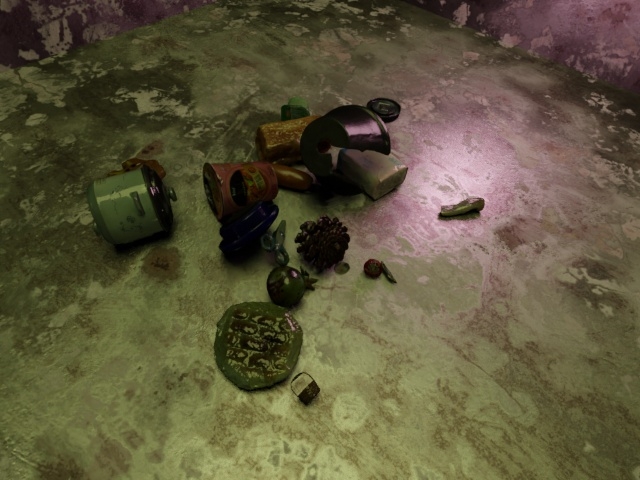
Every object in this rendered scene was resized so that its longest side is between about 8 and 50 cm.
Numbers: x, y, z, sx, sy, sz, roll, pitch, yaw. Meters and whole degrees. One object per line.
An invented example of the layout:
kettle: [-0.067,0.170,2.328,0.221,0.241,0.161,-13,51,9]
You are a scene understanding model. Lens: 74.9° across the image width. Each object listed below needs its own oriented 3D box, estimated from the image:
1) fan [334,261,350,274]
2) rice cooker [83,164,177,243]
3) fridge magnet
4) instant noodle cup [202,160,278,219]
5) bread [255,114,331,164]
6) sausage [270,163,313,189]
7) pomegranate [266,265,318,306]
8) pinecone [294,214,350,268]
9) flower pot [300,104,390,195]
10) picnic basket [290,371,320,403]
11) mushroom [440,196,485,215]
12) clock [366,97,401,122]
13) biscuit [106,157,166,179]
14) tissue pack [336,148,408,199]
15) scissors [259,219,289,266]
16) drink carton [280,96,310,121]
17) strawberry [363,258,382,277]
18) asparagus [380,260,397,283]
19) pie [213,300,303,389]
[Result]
fan: [0.079,0.094,1.577,0.060,0.003,0.080,-12,53,-14]
rice cooker: [-0.685,-0.131,1.549,0.317,0.264,0.316,-16,10,3]
fridge magnet: [-0.268,-0.055,1.537,0.265,0.266,0.112,-46,110,-32]
instant noodle cup: [-0.318,-0.222,1.684,0.255,0.243,0.244,-17,53,-26]
bread: [-0.123,-0.452,1.920,0.344,0.148,0.195,-13,65,-15]
sausage: [-0.150,-0.278,1.810,0.238,0.098,0.098,18,52,8]
pomegranate: [-0.104,0.146,1.439,0.148,0.148,0.169,38,52,24]
pinecone: [0.000,0.000,1.533,0.208,0.207,0.207,2,51,-2]
flower pot: [0.059,-0.371,1.674,0.379,0.379,0.251,33,22,21]
picnic basket: [-0.047,0.436,1.244,0.083,0.072,0.072,44,60,13]
mushroom: [0.601,-0.139,1.779,0.202,0.054,0.059,-14,47,-8]
clock: [0.332,-0.691,2.214,0.185,0.040,0.184,1,50,-2]
biscuit: [-0.767,-0.287,1.749,0.295,0.044,0.186,9,50,28]
tissue pack: [0.226,-0.329,1.859,0.201,0.124,0.271,-33,60,-23]
scissors: [-0.157,-0.009,1.561,0.138,0.041,0.289,44,22,-18]
drink carton: [-0.116,-0.635,2.080,0.144,0.146,0.142,7,42,1]
strawberry: [0.193,0.099,1.550,0.074,0.073,0.083,4,14,-1]
asparagus: [0.250,0.122,1.550,0.021,0.025,0.108,-43,57,16]
pie: [-0.196,0.320,1.322,0.307,0.071,0.306,0,57,0]
